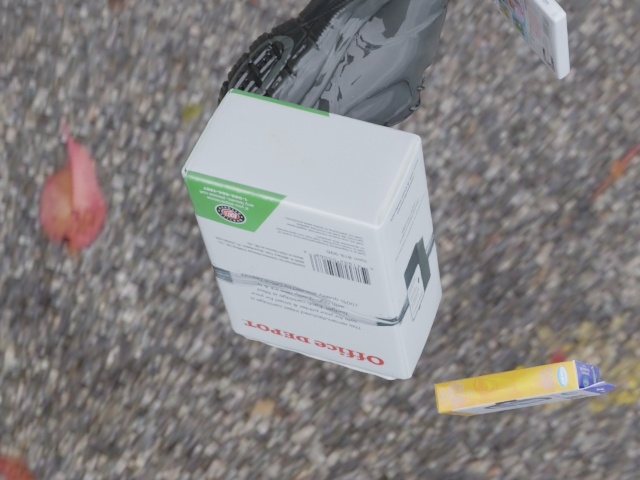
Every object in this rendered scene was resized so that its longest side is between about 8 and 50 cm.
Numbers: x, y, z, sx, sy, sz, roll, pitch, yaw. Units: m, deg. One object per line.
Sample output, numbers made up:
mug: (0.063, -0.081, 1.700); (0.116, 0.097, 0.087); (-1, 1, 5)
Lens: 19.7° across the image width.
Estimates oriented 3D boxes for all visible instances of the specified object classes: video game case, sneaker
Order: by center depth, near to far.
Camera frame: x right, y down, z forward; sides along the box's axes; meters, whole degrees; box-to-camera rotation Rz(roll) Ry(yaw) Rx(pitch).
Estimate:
sneaker: (0.047, -0.167, 1.481); (0.286, 0.109, 0.130); (-46, 123, 9)
video game case: (0.208, -0.251, 1.916); (0.019, 0.157, 0.143); (-37, 71, -3)

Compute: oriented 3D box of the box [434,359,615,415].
box: (0.170, 0.121, 1.512); (0.136, 0.081, 0.028); (-14, 78, 20)

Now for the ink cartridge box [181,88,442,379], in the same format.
ink cartridge box: (0.000, 0.000, 1.341); (0.153, 0.208, 0.087); (15, 59, 18)
